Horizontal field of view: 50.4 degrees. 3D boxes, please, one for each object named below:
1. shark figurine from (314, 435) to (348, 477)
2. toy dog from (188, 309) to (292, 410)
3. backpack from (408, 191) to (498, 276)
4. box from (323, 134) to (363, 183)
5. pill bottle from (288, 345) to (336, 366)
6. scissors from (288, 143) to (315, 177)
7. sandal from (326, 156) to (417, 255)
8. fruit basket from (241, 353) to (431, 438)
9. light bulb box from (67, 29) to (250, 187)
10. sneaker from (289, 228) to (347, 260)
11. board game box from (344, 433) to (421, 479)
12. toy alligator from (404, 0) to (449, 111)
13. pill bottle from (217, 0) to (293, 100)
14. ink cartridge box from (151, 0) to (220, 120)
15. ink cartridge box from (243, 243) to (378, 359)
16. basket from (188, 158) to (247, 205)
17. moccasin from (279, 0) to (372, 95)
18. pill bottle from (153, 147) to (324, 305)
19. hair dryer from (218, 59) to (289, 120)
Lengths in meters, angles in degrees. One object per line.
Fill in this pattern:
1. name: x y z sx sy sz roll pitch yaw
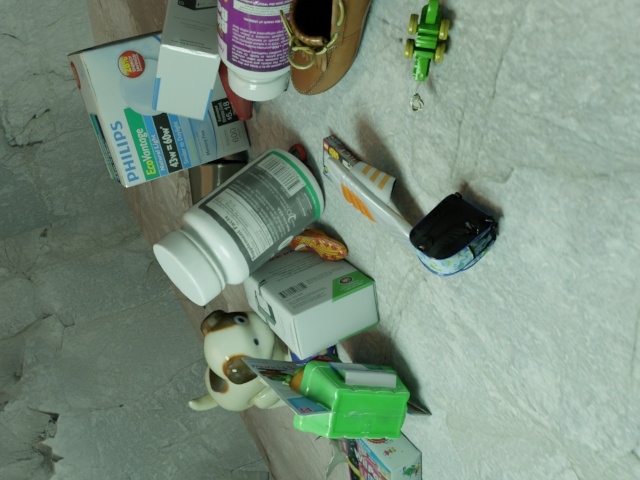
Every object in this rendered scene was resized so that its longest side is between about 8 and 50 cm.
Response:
1. shark figurine: 0.035 0.588 2.002 0.166 0.116 0.278 58 154 26
2. toy dog: -0.238 0.343 2.051 0.408 0.396 0.284 91 158 -61
3. backpack: 0.204 0.000 1.057 0.105 0.114 0.084 44 168 42
4. box: 0.050 -0.142 1.390 0.137 0.027 0.093 48 150 40
5. pill bottle: -0.012 0.346 1.864 0.123 0.123 0.219 29 137 57
6. scissors: -0.071 -0.141 1.686 0.109 0.021 0.297 62 158 9
7. sandal: 0.122 -0.071 1.248 0.265 0.076 0.102 42 168 8
8. fruit basket: 0.028 0.322 1.550 0.353 0.327 0.165 32 110 61
9. light bulb box: -0.430 -0.372 1.828 0.225 0.361 0.357 25 133 60
10. sneaker: 0.000 0.000 1.603 0.175 0.067 0.064 19 132 40
11. board game box: 0.159 0.593 1.741 0.224 0.098 0.303 39 144 49
12. toy alligator: 0.154 -0.280 1.002 0.189 0.056 0.051 93 -171 -48
13. pill bottle: -0.118 -0.424 1.322 0.169 0.169 0.301 55 155 28
14. ink cartridge box: -0.289 -0.466 1.533 0.223 0.129 0.307 121 154 -58
15. ink cartridge box: -0.031 0.123 1.584 0.289 0.211 0.121 36 143 54
16. basket: -0.294 -0.114 1.955 0.204 0.154 0.226 10 105 46
17. moccasin: 0.002 -0.368 1.130 0.139 0.147 0.380 64 158 9
18. pill bottle: -0.181 -0.032 1.531 0.204 0.361 0.204 40 155 23
19. hair dryer: -0.175 -0.385 1.609 0.223 0.080 0.293 61 157 16
